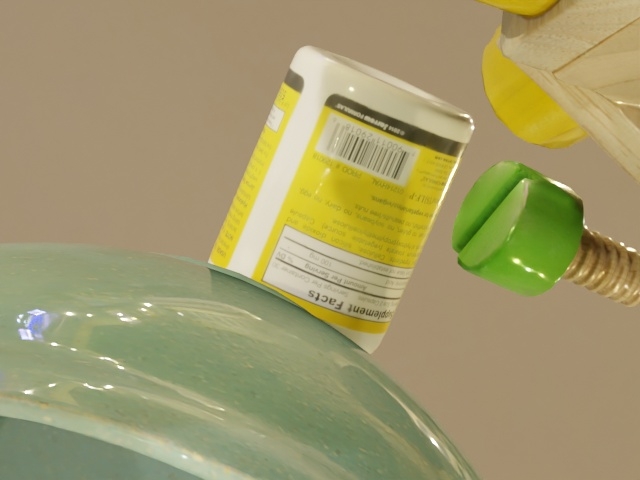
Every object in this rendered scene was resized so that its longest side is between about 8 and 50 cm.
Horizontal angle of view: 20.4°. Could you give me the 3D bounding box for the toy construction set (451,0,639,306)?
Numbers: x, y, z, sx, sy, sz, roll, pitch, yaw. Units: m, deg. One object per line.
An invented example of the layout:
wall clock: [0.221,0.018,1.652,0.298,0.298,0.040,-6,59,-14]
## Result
toy construction set: [0.092,-0.108,0.359,0.237,0.309,0.257,24,-90,-24]

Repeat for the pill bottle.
pill bottle: [0.000,0.000,0.590,0.065,0.065,0.116,9,-73,-59]

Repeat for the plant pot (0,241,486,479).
plant pot: [-0.067,0.119,0.489,0.293,0.293,0.196,58,-161,-19]
